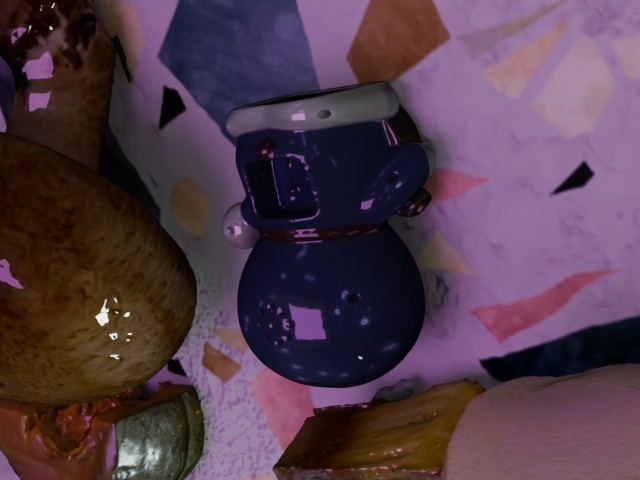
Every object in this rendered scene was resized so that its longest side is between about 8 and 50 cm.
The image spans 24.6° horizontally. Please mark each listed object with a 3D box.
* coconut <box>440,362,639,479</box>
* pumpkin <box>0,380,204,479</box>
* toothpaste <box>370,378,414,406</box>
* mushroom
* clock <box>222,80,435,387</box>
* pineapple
[{"bbox_3d":[0.222,0.227,1.024,0.310,0.297,0.297,-8,103,39],"label":"coconut"},{"bbox_3d":[-0.240,0.206,1.483,0.248,0.131,0.126,6,112,39],"label":"pumpkin"},{"bbox_3d":[0.039,0.188,1.313,0.057,0.035,0.197,54,136,28],"label":"toothpaste"},{"bbox_3d":[-0.261,-0.033,1.359,0.331,0.356,0.334,-20,133,40],"label":"mushroom"},{"bbox_3d":[0.000,0.000,1.192,0.200,0.146,0.243,-2,100,35],"label":"clock"},{"bbox_3d":[0.059,0.208,1.225,0.186,0.114,0.236,33,128,4],"label":"pineapple"}]
